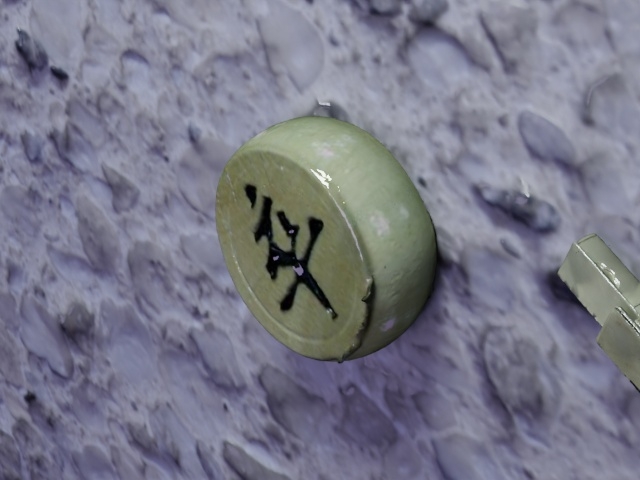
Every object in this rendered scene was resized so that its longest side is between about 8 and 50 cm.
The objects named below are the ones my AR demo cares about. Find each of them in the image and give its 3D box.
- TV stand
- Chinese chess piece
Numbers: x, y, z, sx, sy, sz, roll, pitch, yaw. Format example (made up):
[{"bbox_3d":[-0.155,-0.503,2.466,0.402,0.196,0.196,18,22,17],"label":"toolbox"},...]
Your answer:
[{"bbox_3d":[0.232,0.093,1.017,0.249,0.042,0.036,51,145,29],"label":"TV stand"},{"bbox_3d":[0.000,0.000,1.230,0.188,0.083,0.188,29,132,37],"label":"Chinese chess piece"}]
